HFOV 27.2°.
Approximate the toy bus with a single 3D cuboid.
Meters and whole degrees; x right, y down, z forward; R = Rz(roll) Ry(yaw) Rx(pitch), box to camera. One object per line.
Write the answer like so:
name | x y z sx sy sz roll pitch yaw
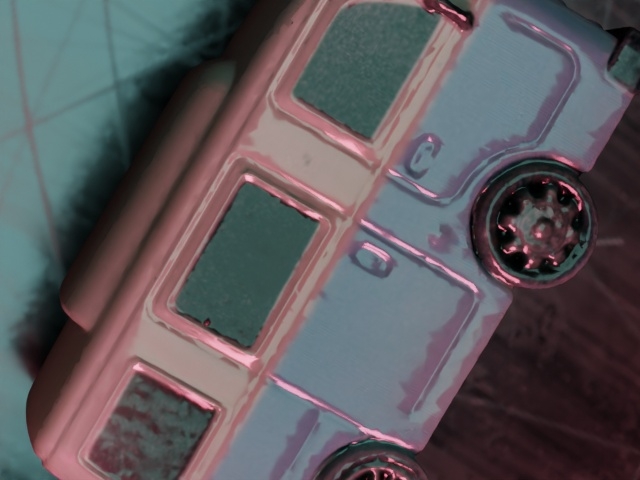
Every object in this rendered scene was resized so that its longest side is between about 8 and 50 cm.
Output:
toy bus | 0.000 0.000 0.548 0.165 0.133 0.271 30 91 -13
